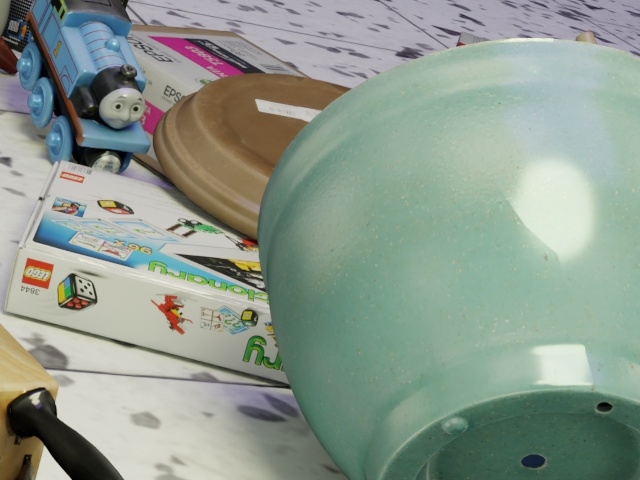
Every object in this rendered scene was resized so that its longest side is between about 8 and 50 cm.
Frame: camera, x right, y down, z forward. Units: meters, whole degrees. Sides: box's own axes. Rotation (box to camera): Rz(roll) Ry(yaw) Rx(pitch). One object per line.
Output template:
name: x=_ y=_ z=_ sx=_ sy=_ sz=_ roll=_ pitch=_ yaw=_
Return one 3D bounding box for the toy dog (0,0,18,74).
toy dog: x=-0.275 y=-0.267 z=1.539 sx=0.161 sy=0.334 sz=0.220 roll=22 pitch=34 yaw=-49

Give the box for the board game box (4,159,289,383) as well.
board game box: x=-0.052 y=0.031 z=1.198 sx=0.305 sy=0.053 sz=0.193 roll=15 pitch=18 yaw=-6

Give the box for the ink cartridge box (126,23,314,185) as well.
ink cartridge box: x=-0.091 y=-0.115 z=1.538 sx=0.193 sy=0.088 sz=0.235 roll=-1 pitch=26 yaw=-46

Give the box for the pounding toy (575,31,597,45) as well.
pounding toy: x=0.169 y=-0.058 z=1.546 sx=0.237 sy=0.110 sz=0.183 roll=-21 pitch=66 yaw=-8

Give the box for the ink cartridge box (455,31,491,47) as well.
ink cartridge box: x=0.202 y=-0.115 z=1.734 sx=0.176 sy=0.127 sz=0.128 roll=18 pitch=18 yaw=2

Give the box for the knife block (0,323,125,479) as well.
knife block: x=-0.182 y=0.090 z=0.855 sx=0.242 sy=0.088 sz=0.275 roll=19 pitch=18 yaw=3

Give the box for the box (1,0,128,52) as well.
box: x=-0.271 y=-0.275 z=1.689 sx=0.191 sy=0.184 sz=0.045 roll=24 pitch=21 yaw=18

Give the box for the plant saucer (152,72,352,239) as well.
plant saucer: x=0.012 y=-0.058 z=1.311 sx=0.278 sy=0.041 sz=0.278 roll=14 pitch=26 yaw=-7

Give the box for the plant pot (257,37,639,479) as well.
plant pot: x=0.110 y=0.065 z=0.951 sx=0.293 sy=0.293 sz=0.196 roll=13 pitch=44 yaw=-14

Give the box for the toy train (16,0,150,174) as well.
toy train: x=-0.193 y=-0.135 z=1.426 sx=0.080 sy=0.105 sz=0.184 roll=5 pitch=41 yaw=-33
